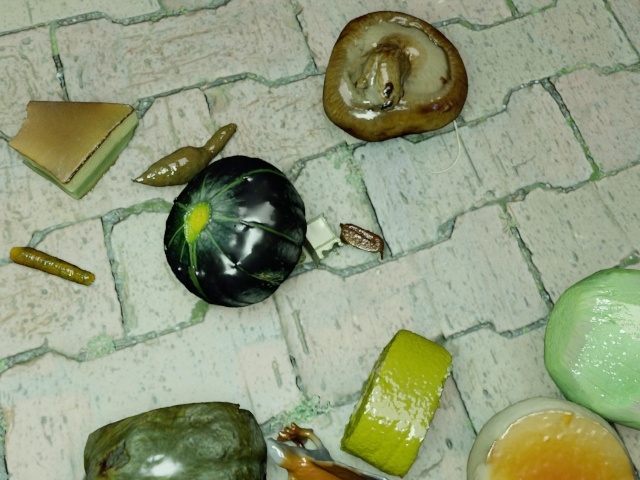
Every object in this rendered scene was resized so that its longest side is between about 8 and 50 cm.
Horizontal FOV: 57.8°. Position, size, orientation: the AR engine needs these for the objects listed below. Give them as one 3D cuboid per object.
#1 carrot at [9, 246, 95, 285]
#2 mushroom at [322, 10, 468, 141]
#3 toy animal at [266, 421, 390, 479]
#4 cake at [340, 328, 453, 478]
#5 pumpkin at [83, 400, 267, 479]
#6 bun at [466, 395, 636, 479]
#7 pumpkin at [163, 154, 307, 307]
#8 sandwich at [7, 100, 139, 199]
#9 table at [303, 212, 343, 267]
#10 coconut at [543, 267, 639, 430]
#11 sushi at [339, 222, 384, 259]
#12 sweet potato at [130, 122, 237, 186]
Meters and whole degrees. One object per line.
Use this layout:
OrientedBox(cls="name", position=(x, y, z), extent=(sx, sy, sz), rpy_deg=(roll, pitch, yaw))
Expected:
OrientedBox(cls="carrot", position=(-0.538, 0.052, 1.168), extent=(0.170, 0.042, 0.042), rpy_deg=(20, 69, 1))
OrientedBox(cls="mushroom", position=(0.170, -0.369, 1.282), extent=(0.345, 0.259, 0.346), rpy_deg=(2, 71, -6))
OrientedBox(cls="toy animal", position=(0.048, 0.432, 1.030), extent=(0.225, 0.284, 0.302), rpy_deg=(-52, 46, 4))
OrientedBox(cls="cake", position=(0.148, 0.296, 1.084), extent=(0.156, 0.179, 0.261), rpy_deg=(25, 70, 2))
OrientedBox(cls="pumpkin", position=(-0.226, 0.404, 0.958), extent=(0.256, 0.303, 0.225), rpy_deg=(-27, 63, 24))
OrientedBox(cls="bun", position=(0.409, 0.435, 1.070), extent=(0.298, 0.165, 0.299), rpy_deg=(0, 83, 1))
OrientedBox(cls="pumpkin", position=(-0.149, -0.014, 1.143), extent=(0.295, 0.296, 0.296), rpy_deg=(2, 70, -6))
OrientedBox(cls="sandwich", position=(-0.524, -0.229, 1.234), extent=(0.186, 0.108, 0.220), rpy_deg=(34, 72, 5))
OrientedBox(cls="table", position=(0.000, 0.000, 1.227), extent=(0.062, 0.079, 0.083), rpy_deg=(-30, 78, -14))
OrientedBox(cls="coconut", position=(0.610, 0.210, 1.113), extent=(0.328, 0.281, 0.329), rpy_deg=(0, 76, -2))
OrientedBox(cls="sushi", position=(0.088, -0.004, 1.253), extent=(0.120, 0.055, 0.052), rpy_deg=(21, 80, 13))
OrientedBox(cls="sweet potato", position=(-0.280, -0.174, 1.264), extent=(0.269, 0.075, 0.075), rpy_deg=(-37, 78, -26))
